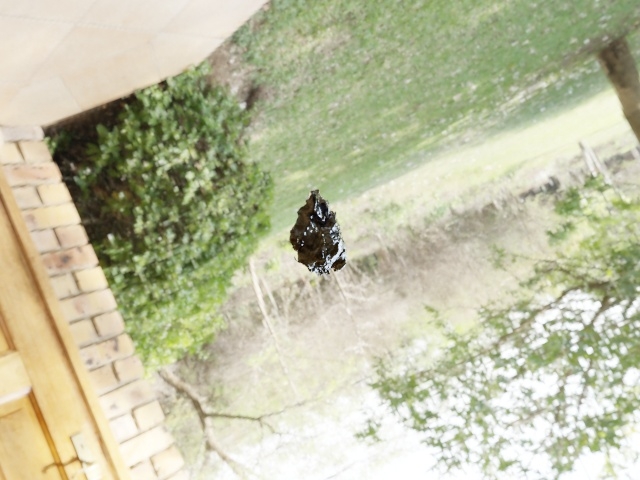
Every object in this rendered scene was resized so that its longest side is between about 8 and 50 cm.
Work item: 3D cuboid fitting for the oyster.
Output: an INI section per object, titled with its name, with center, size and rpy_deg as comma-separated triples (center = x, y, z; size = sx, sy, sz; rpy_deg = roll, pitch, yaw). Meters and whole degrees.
[oyster]
center = 0.006, 0.000, 0.948
size = 0.051, 0.103, 0.148
rpy_deg = 9, 160, 21
